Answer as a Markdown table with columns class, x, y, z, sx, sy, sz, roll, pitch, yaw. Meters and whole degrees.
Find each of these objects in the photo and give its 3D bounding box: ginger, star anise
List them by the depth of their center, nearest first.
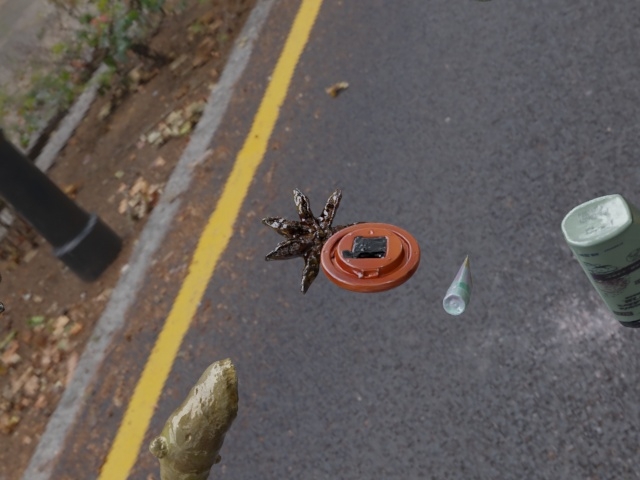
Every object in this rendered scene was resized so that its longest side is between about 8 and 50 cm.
| class | x | y | z | sx | sy | sz | roll | pitch | yaw |
| --- | --- | --- | --- | --- | --- | --- | --- | --- | --- |
| ginger | -0.273 | 0.421 | 1.933 | 0.354 | 0.190 | 0.126 | -61 | 32 | 11 |
| star anise | 0.001 | 0.000 | 1.989 | 0.288 | 0.288 | 0.088 | -56 | 4 | -23 |

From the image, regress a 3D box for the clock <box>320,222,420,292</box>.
| class | x | y | z | sx | sy | sz | roll | pitch | yaw |
| --- | --- | --- | --- | --- | --- | --- | --- | --- | --- |
| clock | 0.101 | 0.030 | 1.735 | 0.205 | 0.051 | 0.205 | -3 | 38 | 3 |

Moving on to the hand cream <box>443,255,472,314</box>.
| class | x | y | z | sx | sy | sz | roll | pitch | yaw |
| --- | --- | --- | --- | --- | --- | --- | --- | --- | --- |
| hand cream | 0.288 | 0.095 | 1.726 | 0.047 | 0.076 | 0.174 | -4 | 18 | 22 |

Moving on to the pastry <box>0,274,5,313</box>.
| class | x | y | z | sx | sy | sz | roll | pitch | yaw |
| --- | --- | --- | --- | --- | --- | --- | --- | --- | --- |
| pastry | -0.593 | 0.128 | 1.048 | 0.405 | 0.292 | 0.337 | -43 | 28 | -15 |

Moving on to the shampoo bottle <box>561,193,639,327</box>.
| class | x | y | z | sx | sy | sz | roll | pitch | yaw |
| --- | --- | --- | --- | --- | --- | --- | --- | --- | --- |
| shampoo bottle | 0.518 | 0.043 | 1.423 | 0.134 | 0.359 | 0.078 | -25 | 52 | 19 |
